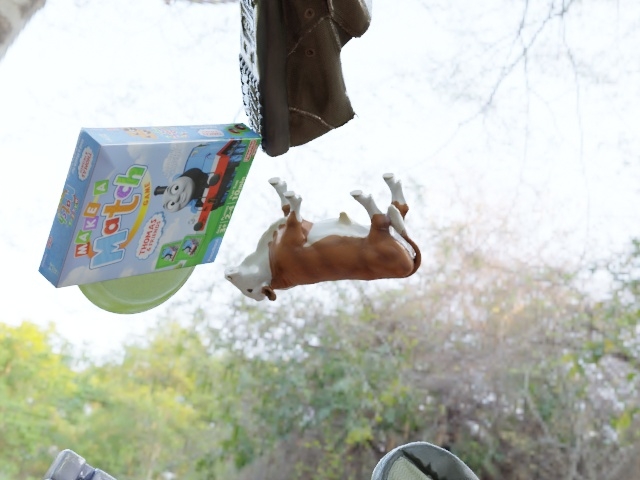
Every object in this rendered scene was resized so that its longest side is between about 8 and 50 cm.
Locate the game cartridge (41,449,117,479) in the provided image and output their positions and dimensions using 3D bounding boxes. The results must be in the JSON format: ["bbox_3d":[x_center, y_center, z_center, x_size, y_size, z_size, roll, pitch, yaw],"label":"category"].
[{"bbox_3d":[-0.177,0.404,1.057,0.355,0.230,0.068,37,-29,-12],"label":"game cartridge"}]

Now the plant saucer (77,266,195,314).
[{"bbox_3d":[-0.269,-0.005,1.560,0.240,0.241,0.037,-3,-14,23],"label":"plant saucer"}]

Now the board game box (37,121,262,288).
[{"bbox_3d":[-0.166,-0.039,1.042,0.211,0.039,0.160,-9,-50,-49],"label":"board game box"}]

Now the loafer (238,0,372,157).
[{"bbox_3d":[-0.016,-0.257,1.052,0.130,0.134,0.366,-12,-45,-15],"label":"loafer"}]

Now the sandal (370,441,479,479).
[{"bbox_3d":[0.143,0.313,0.905,0.120,0.303,0.086,-25,-12,-32],"label":"sandal"}]

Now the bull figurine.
[{"bbox_3d":[0.000,0.000,1.623,0.310,0.101,0.188,-4,-63,3],"label":"bull figurine"}]
